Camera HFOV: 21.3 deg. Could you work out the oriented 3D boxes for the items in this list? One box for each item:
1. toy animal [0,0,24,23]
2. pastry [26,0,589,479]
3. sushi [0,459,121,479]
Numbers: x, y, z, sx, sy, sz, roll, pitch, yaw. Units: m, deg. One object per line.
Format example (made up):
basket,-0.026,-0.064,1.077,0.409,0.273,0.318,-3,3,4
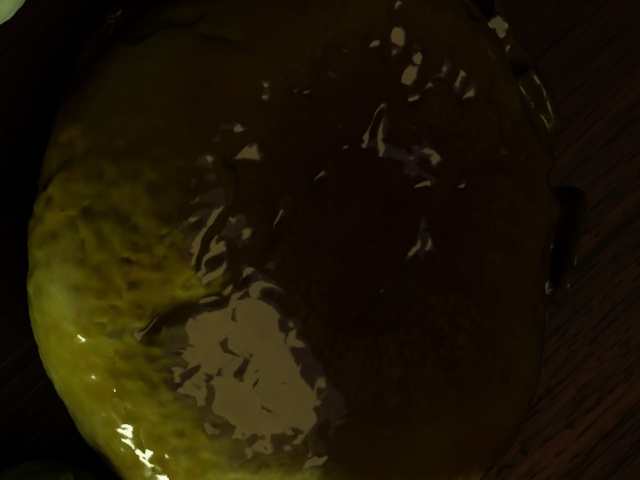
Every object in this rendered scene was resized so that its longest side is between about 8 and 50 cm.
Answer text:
toy animal,-0.243,-0.094,0.771,0.258,0.194,0.357,-8,135,-52
pastry,0.000,0.000,0.944,0.356,0.164,0.356,-6,100,-40
sushi,-0.153,0.235,1.004,0.270,0.171,0.236,-19,124,-28
